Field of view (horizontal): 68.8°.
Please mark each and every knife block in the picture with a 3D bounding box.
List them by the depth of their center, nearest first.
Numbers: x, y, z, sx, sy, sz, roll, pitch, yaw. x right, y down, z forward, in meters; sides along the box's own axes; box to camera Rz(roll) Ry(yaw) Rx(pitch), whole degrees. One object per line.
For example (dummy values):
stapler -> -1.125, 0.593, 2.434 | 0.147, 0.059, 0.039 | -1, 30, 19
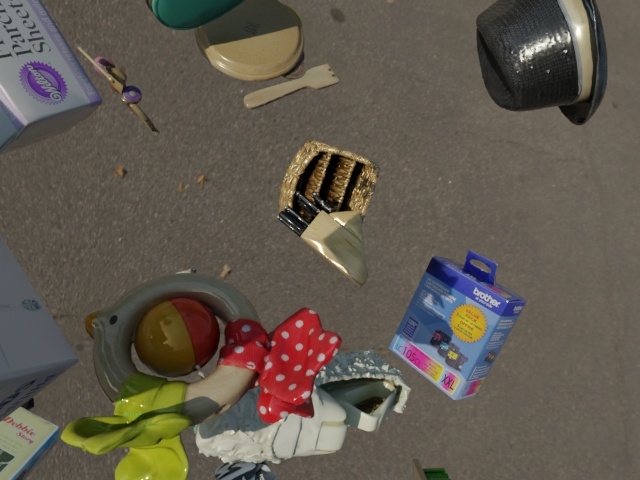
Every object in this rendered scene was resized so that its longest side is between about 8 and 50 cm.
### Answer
knife block -> 0.000, 0.000, 1.288 | 0.242, 0.088, 0.276 | -6, 79, 4

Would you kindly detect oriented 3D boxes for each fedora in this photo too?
fedora -> 0.381, -0.354, 0.862 | 0.152, 0.334, 0.334 | -16, 86, 11

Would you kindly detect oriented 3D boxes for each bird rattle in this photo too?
bird rattle -> -0.119, 0.111, 0.461 | 0.253, 0.143, 0.207 | -29, 62, -22

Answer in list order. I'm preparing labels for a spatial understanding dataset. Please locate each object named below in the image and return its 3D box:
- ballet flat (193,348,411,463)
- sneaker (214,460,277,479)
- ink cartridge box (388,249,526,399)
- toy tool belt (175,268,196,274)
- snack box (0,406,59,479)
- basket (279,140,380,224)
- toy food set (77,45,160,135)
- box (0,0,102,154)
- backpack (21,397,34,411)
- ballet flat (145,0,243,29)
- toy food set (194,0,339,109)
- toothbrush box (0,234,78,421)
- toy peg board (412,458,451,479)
ballet flat -> 0.015, 0.241, 0.696 | 0.408, 0.147, 0.147 | 3, 76, -53
sneaker -> -0.173, 0.566, 1.047 | 0.153, 0.235, 0.094 | -22, 89, 4
ink cartridge box -> 0.414, 0.227, 1.401 | 0.151, 0.270, 0.396 | 9, 109, -48
toy tool belt -> -0.277, 0.088, 0.973 | 0.052, 0.083, 0.051 | -15, 88, -6
snack box -> -0.673, 0.349, 0.837 | 0.321, 0.060, 0.187 | 27, 32, 2
basket -> 0.011, -0.143, 1.444 | 0.213, 0.223, 0.299 | 12, 106, -30
toy food set -> -0.228, -0.177, 0.544 | 0.078, 0.122, 0.019 | 44, 81, 8
box -> -0.262, -0.214, 0.285 | 0.067, 0.063, 0.324 | -45, 113, -49
backpack -> -0.966, 0.444, 1.285 | 0.253, 0.225, 0.191 | 17, 31, 4
ballet flat -> -0.052, -0.301, 0.409 | 0.095, 0.280, 0.096 | 13, 57, -57
toy food set -> -0.076, -0.232, 0.538 | 0.132, 0.038, 0.192 | -25, 78, -19
toothbrush box -> -0.284, 0.016, 0.188 | 0.126, 0.295, 0.216 | -38, 82, 2
toy peg board -> 0.275, 0.633, 1.123 | 0.079, 0.161, 0.161 | -3, 82, 4
